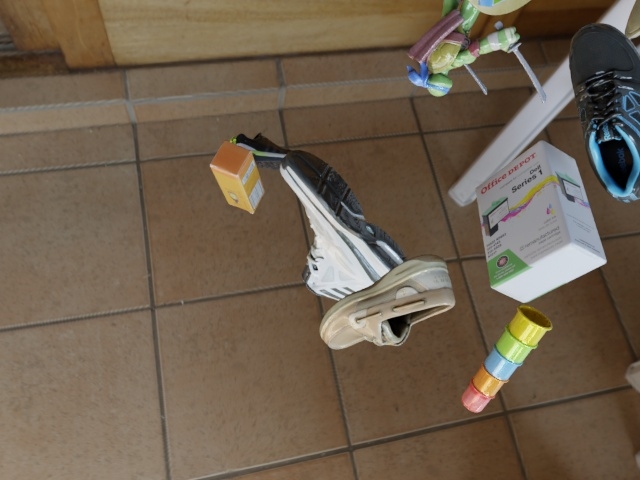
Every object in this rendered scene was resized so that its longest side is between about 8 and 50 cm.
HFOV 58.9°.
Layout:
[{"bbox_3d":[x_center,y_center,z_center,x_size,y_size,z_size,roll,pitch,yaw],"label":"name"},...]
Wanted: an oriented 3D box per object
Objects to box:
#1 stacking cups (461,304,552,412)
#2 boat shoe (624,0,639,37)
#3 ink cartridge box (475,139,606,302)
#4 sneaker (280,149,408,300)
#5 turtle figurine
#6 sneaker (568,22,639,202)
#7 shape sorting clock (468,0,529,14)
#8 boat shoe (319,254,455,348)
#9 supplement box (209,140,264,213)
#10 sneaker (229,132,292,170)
[{"bbox_3d":[0.474,0.319,1.465,0.096,0.316,0.096,20,23,-9],"label":"stacking cups"},{"bbox_3d":[0.531,-0.346,0.873,0.079,0.084,0.233,17,23,5],"label":"boat shoe"},{"bbox_3d":[0.455,-0.041,1.208,0.117,0.201,0.278,23,49,-25],"label":"ink cartridge box"},{"bbox_3d":[0.000,0.001,1.443,0.447,0.257,0.169,48,30,-15],"label":"sneaker"},{"bbox_3d":[0.316,-0.422,1.144,0.274,0.198,0.266,7,107,4],"label":"turtle figurine"},{"bbox_3d":[0.537,-0.236,1.036,0.139,0.125,0.341,-16,89,-52],"label":"sneaker"},{"bbox_3d":[0.274,-0.418,0.783,0.206,0.206,0.040,-28,50,-19],"label":"shape sorting clock"},{"bbox_3d":[0.117,0.151,1.107,0.121,0.341,0.110,8,55,-36],"label":"boat shoe"},{"bbox_3d":[-0.200,-0.150,1.402,0.078,0.233,0.080,22,71,10],"label":"supplement box"},{"bbox_3d":[-0.143,-0.253,1.559,0.234,0.084,0.097,-3,78,-46],"label":"sneaker"}]
